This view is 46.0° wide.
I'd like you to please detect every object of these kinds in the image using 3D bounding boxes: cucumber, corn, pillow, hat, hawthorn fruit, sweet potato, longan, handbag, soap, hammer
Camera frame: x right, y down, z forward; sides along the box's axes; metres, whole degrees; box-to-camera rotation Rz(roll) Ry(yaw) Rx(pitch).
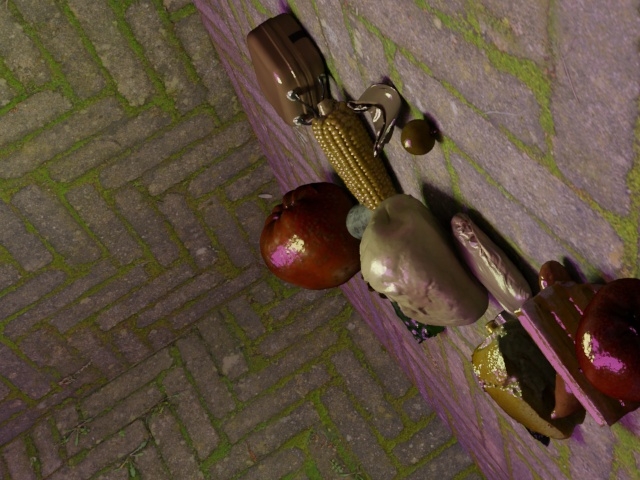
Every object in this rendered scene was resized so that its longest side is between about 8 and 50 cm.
[{"bbox_3d":[0.287,0.192,2.520,0.325,0.105,0.145,60,173,0],"label":"cucumber"},{"bbox_3d":[0.090,-0.217,1.976,0.347,0.130,0.130,58,173,-16],"label":"corn"},{"bbox_3d":[0.360,0.056,1.586,0.270,0.067,0.173,55,177,33],"label":"pillow"},{"bbox_3d":[0.146,-0.275,1.659,0.175,0.085,0.147,-37,74,60],"label":"hat"},{"bbox_3d":[0.000,0.000,2.650,0.403,0.403,0.403,56,173,11],"label":"hawthorn fruit"},{"bbox_3d":[0.463,0.189,1.374,0.095,0.106,0.355,-64,-34,-57],"label":"sweet potato"},{"bbox_3d":[0.203,-0.210,1.523,0.083,0.075,0.075,-9,122,36],"label":"longan"},{"bbox_3d":[-0.069,-0.433,2.050,0.283,0.149,0.302,57,171,21],"label":"handbag"},{"bbox_3d":[0.442,0.169,1.225,0.232,0.140,0.073,55,172,15],"label":"soap"},{"bbox_3d":[0.120,-0.156,2.148,0.202,0.113,0.305,-16,93,61],"label":"hammer"},{"bbox_3d":[0.446,0.147,1.080,0.169,0.169,0.188,54,175,25],"label":"hawthorn fruit"}]

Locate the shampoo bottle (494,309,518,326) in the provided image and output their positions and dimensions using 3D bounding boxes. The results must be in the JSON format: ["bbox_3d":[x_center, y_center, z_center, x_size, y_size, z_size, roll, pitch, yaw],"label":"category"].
[{"bbox_3d":[0.477,0.253,1.680,0.227,0.056,0.086,55,178,21],"label":"shampoo bottle"}]

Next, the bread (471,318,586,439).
[{"bbox_3d":[0.445,0.280,1.550,0.257,0.186,0.124,52,155,11],"label":"bread"}]

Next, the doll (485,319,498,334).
[{"bbox_3d":[0.462,0.273,1.778,0.207,0.081,0.129,49,177,37],"label":"doll"}]

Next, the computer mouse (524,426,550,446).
[{"bbox_3d":[0.541,0.411,1.847,0.146,0.077,0.242,52,168,35],"label":"computer mouse"}]

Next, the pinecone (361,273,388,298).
[{"bbox_3d":[0.227,0.096,2.246,0.204,0.179,0.184,31,-177,34],"label":"pinecone"}]

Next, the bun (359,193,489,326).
[{"bbox_3d":[0.224,0.064,1.761,0.361,0.213,0.361,49,-167,-16],"label":"bun"}]
